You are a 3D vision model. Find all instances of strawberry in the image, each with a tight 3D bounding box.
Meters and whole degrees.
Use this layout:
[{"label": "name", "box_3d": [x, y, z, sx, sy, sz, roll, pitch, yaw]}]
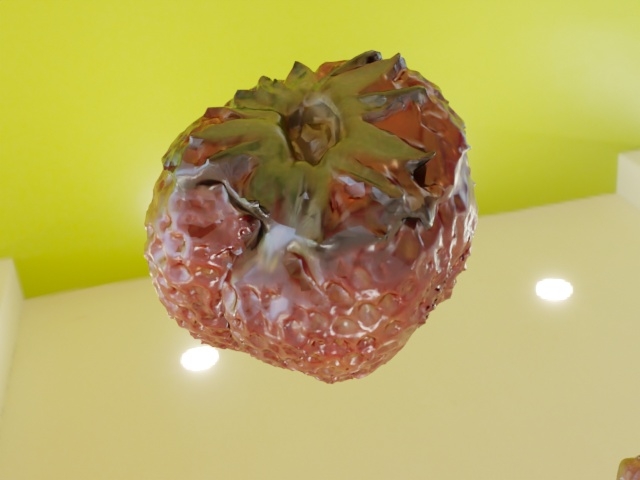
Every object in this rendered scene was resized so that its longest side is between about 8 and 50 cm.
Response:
[{"label": "strawberry", "box_3d": [0.000, 0.000, 0.730, 0.250, 0.288, 0.238, 25, -124, 28]}]

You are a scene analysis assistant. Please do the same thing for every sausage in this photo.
[{"label": "sausage", "box_3d": [0.299, 0.279, 0.861, 0.035, 0.147, 0.030, 1, -177, -5]}]
